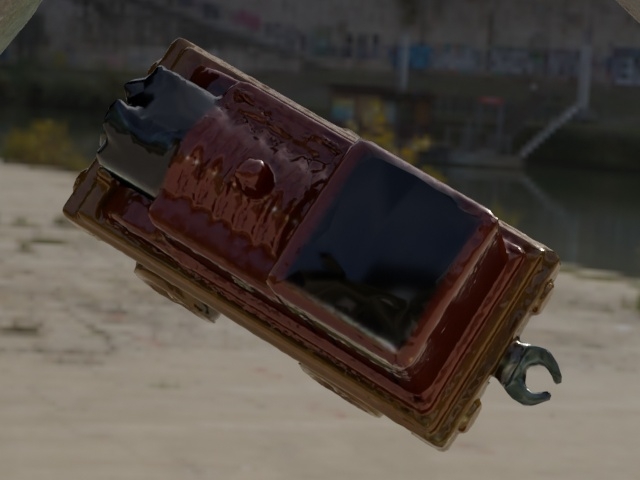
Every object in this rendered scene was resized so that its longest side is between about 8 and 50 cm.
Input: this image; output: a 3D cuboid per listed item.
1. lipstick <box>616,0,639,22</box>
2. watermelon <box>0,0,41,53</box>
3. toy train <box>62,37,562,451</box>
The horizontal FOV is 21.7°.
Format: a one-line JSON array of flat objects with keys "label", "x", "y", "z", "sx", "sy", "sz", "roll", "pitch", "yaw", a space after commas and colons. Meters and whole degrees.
[{"label": "lipstick", "x": 0.293, "y": -0.117, "z": 1.128, "sx": 0.051, "sy": 0.051, "sz": 0.312, "roll": 25, "pitch": -4, "yaw": 46}, {"label": "watermelon", "x": -0.318, "y": -0.244, "z": 1.213, "sx": 0.228, "sy": 0.387, "sz": 0.258, "roll": 38, "pitch": 23, "yaw": 8}, {"label": "toy train", "x": 0.000, "y": 0.000, "z": 1.129, "sx": 0.369, "sy": 0.163, "sz": 0.231, "roll": 31, "pitch": -9, "yaw": 13}]
